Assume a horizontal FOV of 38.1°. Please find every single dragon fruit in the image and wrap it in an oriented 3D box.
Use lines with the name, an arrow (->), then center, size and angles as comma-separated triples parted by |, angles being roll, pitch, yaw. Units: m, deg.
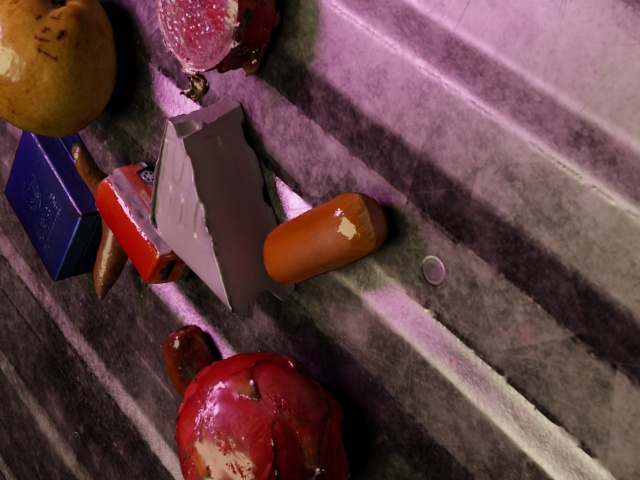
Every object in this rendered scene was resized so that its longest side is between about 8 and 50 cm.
dragon fruit -> -0.164, -0.377, 1.527 | 0.211, 0.147, 0.282 | 28, 125, 30
dragon fruit -> -0.102, 0.345, 1.566 | 0.301, 0.296, 0.295 | 55, 137, 30

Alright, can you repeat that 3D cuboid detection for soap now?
soap -> -0.152, -0.063, 1.593 | 0.302, 0.159, 0.257 | 40, 127, 32

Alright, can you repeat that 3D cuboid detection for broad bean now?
broad bean -> -0.259, 0.254, 1.868 | 0.114, 0.084, 0.165 | -12, 99, 47

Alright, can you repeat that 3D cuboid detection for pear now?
pear -> -0.544, -0.372, 1.846 | 0.304, 0.304, 0.303 | 19, 116, 44

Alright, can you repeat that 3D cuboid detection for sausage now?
sausage -> 0.000, 0.001, 1.478 | 0.274, 0.105, 0.105 | -24, 84, 50

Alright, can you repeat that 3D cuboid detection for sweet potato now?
sweet potato -> -0.448, -0.047, 1.964 | 0.079, 0.108, 0.346 | 12, 115, 46

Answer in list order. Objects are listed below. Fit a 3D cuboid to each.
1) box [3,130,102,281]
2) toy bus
box -> -0.601, -0.093, 2.127 | 0.279, 0.116, 0.261 | 55, 136, 19
toy bus -> -0.350, -0.036, 1.848 | 0.265, 0.120, 0.121 | 53, 134, 22
